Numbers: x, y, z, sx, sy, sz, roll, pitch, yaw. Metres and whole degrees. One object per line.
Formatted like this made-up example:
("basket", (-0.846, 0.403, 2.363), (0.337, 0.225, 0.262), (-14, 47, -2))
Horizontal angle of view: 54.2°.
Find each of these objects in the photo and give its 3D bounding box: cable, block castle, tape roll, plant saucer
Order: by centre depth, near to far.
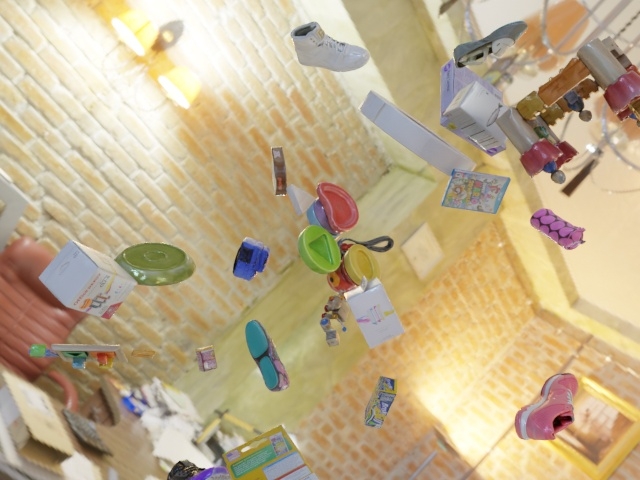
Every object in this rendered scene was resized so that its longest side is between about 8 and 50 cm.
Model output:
("block castle", (0.629, -0.287, 1.493), (0.213, 0.303, 0.453), (55, 26, 10))
("plant saucer", (-0.484, 0.059, 1.823), (0.241, 0.240, 0.037), (36, -54, 47))
("tape roll", (0.287, -0.310, 1.859), (0.391, 0.072, 0.392), (32, 16, -10))
("cable", (0.141, 0.019, 2.315), (0.072, 0.287, 0.140), (34, -40, 47))

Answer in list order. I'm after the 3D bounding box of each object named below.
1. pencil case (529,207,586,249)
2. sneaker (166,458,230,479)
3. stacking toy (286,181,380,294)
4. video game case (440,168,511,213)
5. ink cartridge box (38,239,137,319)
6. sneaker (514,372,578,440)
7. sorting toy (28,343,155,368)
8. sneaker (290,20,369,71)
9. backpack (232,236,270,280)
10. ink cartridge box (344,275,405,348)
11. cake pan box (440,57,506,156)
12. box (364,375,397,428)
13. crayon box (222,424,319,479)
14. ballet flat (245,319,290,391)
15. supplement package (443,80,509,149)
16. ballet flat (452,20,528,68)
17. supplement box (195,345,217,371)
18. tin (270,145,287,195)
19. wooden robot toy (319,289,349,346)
("pencil case", (0.867, -0.047, 2.291), (0.095, 0.098, 0.209), (23, 16, -35))
("sneaker", (-0.316, 0.590, 1.513), (0.102, 0.293, 0.146), (12, 41, -34))
("stacking toy", (0.000, 0.000, 1.698), (0.279, 0.130, 0.309), (8, 58, -45))
("video game case", (0.432, -0.136, 1.746), (0.015, 0.166, 0.119), (-95, -165, -54))
("ink cartridge box", (-0.587, 0.102, 1.589), (0.127, 0.128, 0.176), (37, -3, 24))
("sneaker", (0.733, 0.522, 1.919), (0.136, 0.313, 0.116), (0, -66, 51))
("sorting toy", (-0.647, 0.332, 1.767), (0.196, 0.347, 0.047), (114, -24, -67))
("sneaker", (0.028, -0.719, 2.309), (0.292, 0.108, 0.169), (8, -23, 20))
("backpack", (-0.213, 0.064, 1.911), (0.101, 0.120, 0.098), (22, 9, 3))
("ink cartridge box", (0.117, 0.157, 1.434), (0.143, 0.089, 0.092), (64, 0, -6))
("cake pan box", (0.501, -0.441, 2.055), (0.245, 0.267, 0.070), (24, -34, -30))
("box", (0.175, 0.474, 1.829), (0.054, 0.059, 0.169), (15, -53, -3))
("crayon box", (-0.131, 0.672, 1.751), (0.323, 0.203, 0.083), (34, -37, 61))
("ballet flat", (-0.147, 0.326, 1.762), (0.079, 0.077, 0.222), (21, 34, -55))
("supplement package", (0.481, -0.372, 1.872), (0.179, 0.105, 0.105), (36, -12, -12))
("ballet flat", (0.444, -0.502, 1.635), (0.213, 0.068, 0.072), (-11, -17, 43))
("supplement box", (-0.411, 0.425, 2.251), (0.043, 0.054, 0.084), (-12, -92, 52))
("tin", (-0.118, -0.198, 1.766), (0.190, 0.040, 0.106), (-104, -164, -59))
("wooden robot toy", (0.030, 0.172, 1.559), (0.076, 0.173, 0.079), (-2, -43, 27))
